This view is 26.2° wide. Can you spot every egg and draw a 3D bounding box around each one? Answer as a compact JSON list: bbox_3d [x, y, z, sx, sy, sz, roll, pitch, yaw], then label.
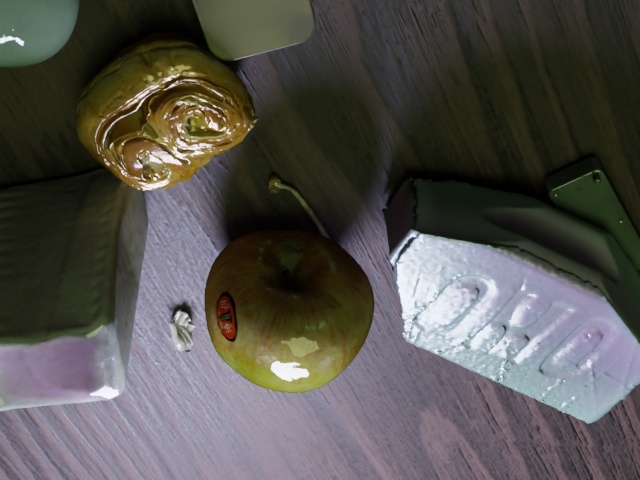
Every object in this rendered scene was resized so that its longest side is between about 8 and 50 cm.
[{"bbox_3d":[-0.407,-0.329,1.650,0.203,0.203,0.282,-29,131,15],"label":"egg"}]

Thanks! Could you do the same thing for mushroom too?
[{"bbox_3d":[0.005,-0.002,2.063,0.028,0.026,0.286,-19,131,28],"label":"mushroom"}]

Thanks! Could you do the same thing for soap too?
[{"bbox_3d":[0.285,0.077,2.032,0.446,0.156,0.261,26,131,-16],"label":"soap"}]

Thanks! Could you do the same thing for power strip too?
[{"bbox_3d":[0.394,-0.013,2.071,0.145,0.061,0.215,-25,125,18],"label":"power strip"}]

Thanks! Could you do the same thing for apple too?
[{"bbox_3d":[-0.046,0.100,1.988,0.261,0.261,0.194,0,138,-6],"label":"apple"}]

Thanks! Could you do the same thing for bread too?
[{"bbox_3d":[-0.209,-0.174,1.833,0.236,0.120,0.198,-31,127,25],"label":"bread"}]

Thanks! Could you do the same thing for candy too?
[{"bbox_3d":[-0.349,0.057,1.860,0.208,0.358,0.145,-10,128,6],"label":"candy"}]

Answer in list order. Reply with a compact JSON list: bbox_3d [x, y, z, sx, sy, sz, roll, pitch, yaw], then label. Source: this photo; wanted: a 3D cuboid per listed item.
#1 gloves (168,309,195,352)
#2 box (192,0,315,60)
[{"bbox_3d":[-0.217,0.146,2.137,0.044,0.037,0.081,-11,120,-44],"label":"gloves"},{"bbox_3d":[-0.095,-0.343,1.744,0.144,0.090,0.201,-14,127,5],"label":"box"}]
